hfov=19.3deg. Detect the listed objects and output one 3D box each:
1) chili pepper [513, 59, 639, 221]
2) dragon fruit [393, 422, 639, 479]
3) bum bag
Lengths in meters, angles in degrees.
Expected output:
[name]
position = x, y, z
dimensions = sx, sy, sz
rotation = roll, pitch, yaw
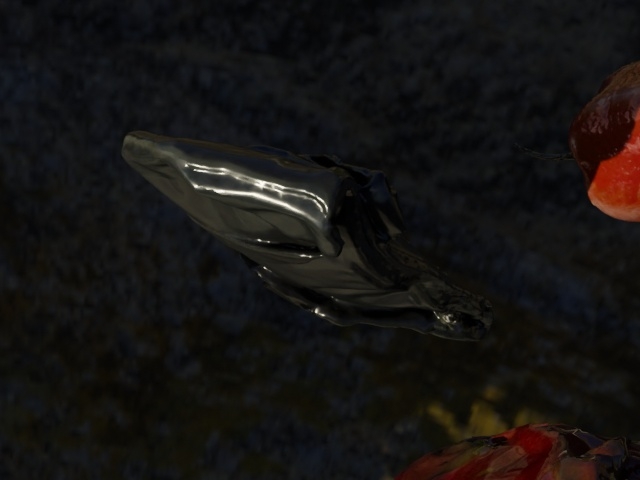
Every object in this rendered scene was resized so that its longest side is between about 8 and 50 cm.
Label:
[chili pepper]
position = 0.175, -0.052, 0.982
dimensions = 0.084, 0.192, 0.086
rotation = -18, 101, -42
[dragon fruit]
position = 0.112, 0.197, 0.813
dimensions = 0.244, 0.299, 0.244
rotation = 36, 39, -36
[bum bag]
position = 0.000, 0.000, 0.921
dimensions = 0.123, 0.248, 0.060
rotation = 18, 78, 28
